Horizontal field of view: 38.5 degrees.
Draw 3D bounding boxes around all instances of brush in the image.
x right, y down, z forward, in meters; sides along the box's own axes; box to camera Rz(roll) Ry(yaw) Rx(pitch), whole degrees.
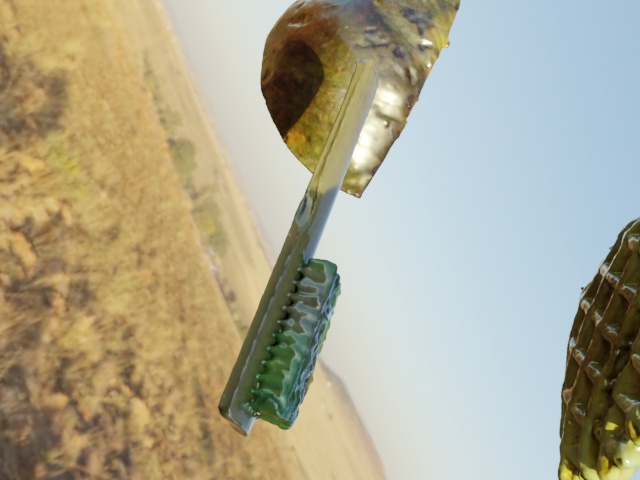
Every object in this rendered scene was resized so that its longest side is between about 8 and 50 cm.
[{"bbox_3d":[0.000,0.000,0.635,0.054,0.048,0.282,85,22,-66],"label":"brush"}]

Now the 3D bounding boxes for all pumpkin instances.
[{"bbox_3d":[0.039,-0.210,0.896,0.169,0.148,0.312,-55,-162,40],"label":"pumpkin"}]

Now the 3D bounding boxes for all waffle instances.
[{"bbox_3d":[0.232,0.077,0.686,0.208,0.054,0.214,117,-9,-58],"label":"waffle"}]
